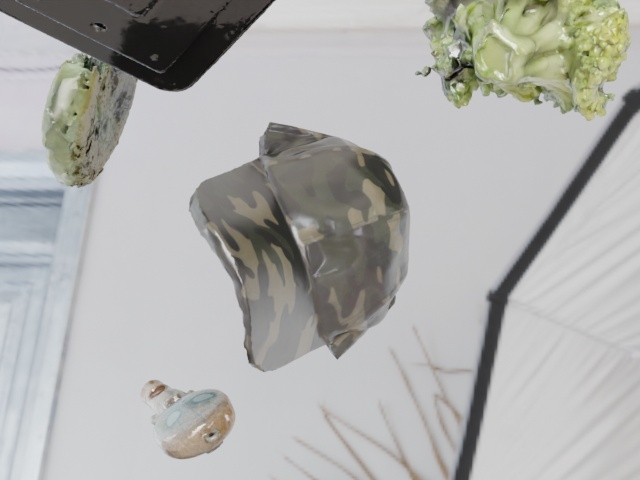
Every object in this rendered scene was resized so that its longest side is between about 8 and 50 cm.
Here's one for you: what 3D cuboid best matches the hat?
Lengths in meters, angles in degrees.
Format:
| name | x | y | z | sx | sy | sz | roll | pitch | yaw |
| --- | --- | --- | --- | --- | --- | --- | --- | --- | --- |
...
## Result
| name | x | y | z | sx | sy | sz | roll | pitch | yaw |
| --- | --- | --- | --- | --- | --- | --- | --- | --- | --- |
| hat | 0.000 | 0.000 | 1.305 | 0.257 | 0.366 | 0.382 | -23 | 4 | 7 |

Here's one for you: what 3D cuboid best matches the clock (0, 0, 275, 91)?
| name | x | y | z | sx | sy | sz | roll | pitch | yaw |
| --- | --- | --- | --- | --- | --- | --- | --- | --- | --- |
| clock | -0.200 | -0.283 | 1.021 | 0.279 | 0.049 | 0.273 | 23 | -39 | -30 |

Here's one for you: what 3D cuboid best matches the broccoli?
| name | x | y | z | sx | sy | sz | roll | pitch | yaw |
| --- | --- | --- | --- | --- | --- | --- | --- | --- | --- |
| broccoli | 0.300 | -0.305 | 1.471 | 0.293 | 0.348 | 0.281 | -40 | -2 | 32 |

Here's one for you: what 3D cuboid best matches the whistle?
| name | x | y | z | sx | sy | sz | roll | pitch | yaw |
| --- | --- | --- | --- | --- | --- | --- | --- | --- | --- |
| whistle | -0.182 | 0.232 | 1.256 | 0.220 | 0.107 | 0.057 | 14 | -47 | 57 |

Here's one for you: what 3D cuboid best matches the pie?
| name | x | y | z | sx | sy | sz | roll | pitch | yaw |
| --- | --- | --- | --- | --- | --- | --- | --- | --- | --- |
| pie | -0.420 | -0.244 | 1.766 | 0.078 | 0.371 | 0.296 | 19 | -59 | 1 |
